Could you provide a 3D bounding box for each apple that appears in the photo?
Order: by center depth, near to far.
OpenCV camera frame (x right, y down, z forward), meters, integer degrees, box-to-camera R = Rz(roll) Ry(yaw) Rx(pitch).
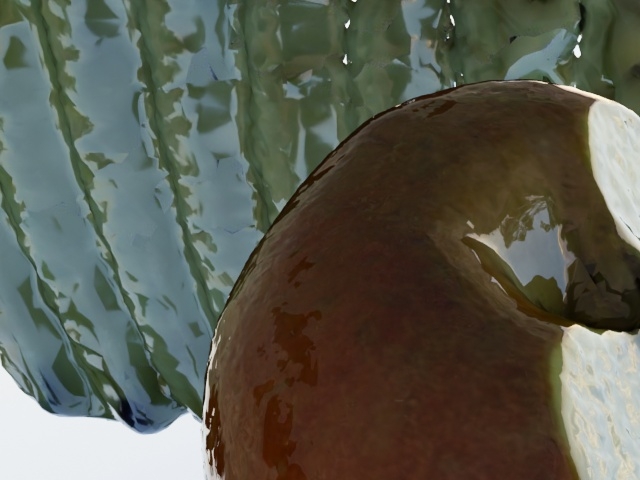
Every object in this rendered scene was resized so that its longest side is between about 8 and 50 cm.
[{"bbox_3d":[0.048,0.057,0.535,0.160,0.173,0.195,-11,-140,18],"label":"apple"}]

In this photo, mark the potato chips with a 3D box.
[{"bbox_3d":[0.002,-0.005,0.896,0.097,0.373,0.389,-47,157,-49],"label":"potato chips"}]
